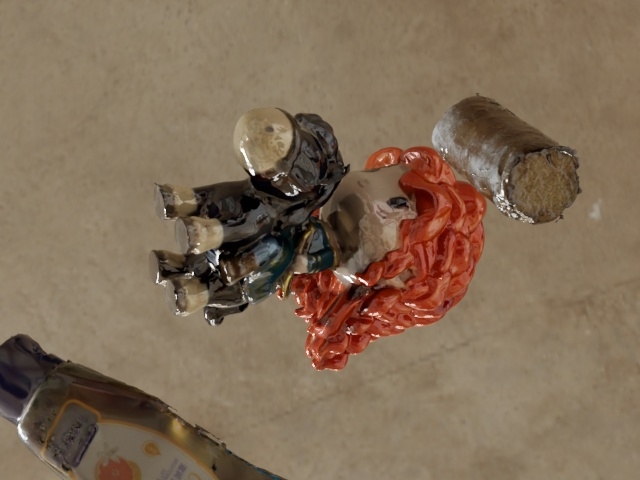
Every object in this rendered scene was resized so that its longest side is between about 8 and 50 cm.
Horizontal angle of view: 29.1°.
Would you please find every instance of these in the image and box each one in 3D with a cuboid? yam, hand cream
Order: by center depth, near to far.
[{"bbox_3d":[-0.072,0.096,0.526,0.163,0.039,0.062,31,104,4],"label":"hand cream"},{"bbox_3d":[0.159,-0.073,1.069,0.079,0.141,0.079,-10,120,-18],"label":"yam"}]

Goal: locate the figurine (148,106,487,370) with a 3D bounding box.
[{"bbox_3d":[-0.006,-0.008,1.466,0.412,0.241,0.306,23,96,-36],"label":"figurine"}]
